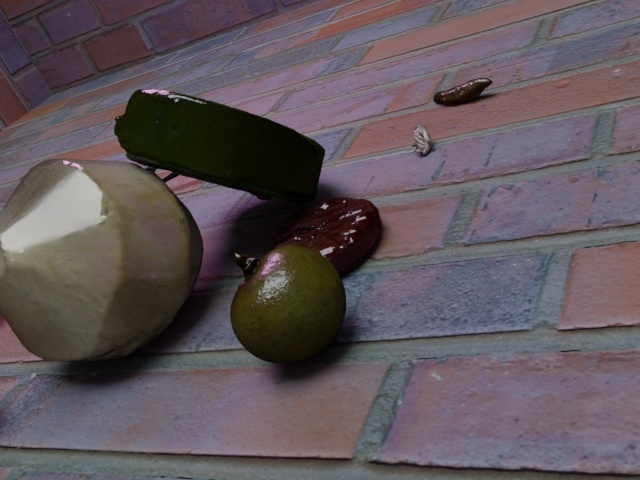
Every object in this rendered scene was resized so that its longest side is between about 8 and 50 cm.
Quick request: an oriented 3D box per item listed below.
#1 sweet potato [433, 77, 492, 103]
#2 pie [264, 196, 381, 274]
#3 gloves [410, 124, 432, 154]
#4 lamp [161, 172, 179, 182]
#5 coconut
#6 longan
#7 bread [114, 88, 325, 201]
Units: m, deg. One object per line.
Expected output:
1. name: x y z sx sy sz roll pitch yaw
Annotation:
1. sweet potato: 0.281 -0.296 1.529 0.041 0.038 0.153 -20 7 -41
2. pie: 0.000 0.000 1.225 0.204 0.054 0.219 -10 28 30
3. gloves: 0.190 -0.190 1.411 0.044 0.037 0.081 -51 18 50
4. lamp: -0.382 -0.164 1.842 0.371 0.130 0.108 -22 35 33
5. coconut: -0.375 0.032 1.230 0.352 0.352 0.352 -21 27 11
6. longan: -0.049 0.078 0.997 0.145 0.176 0.155 -54 -1 34
7. bread: -0.182 -0.160 1.355 0.366 0.382 0.129 17 92 60
